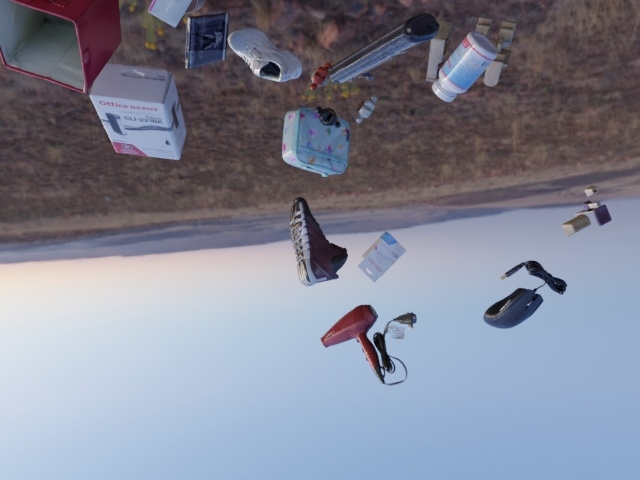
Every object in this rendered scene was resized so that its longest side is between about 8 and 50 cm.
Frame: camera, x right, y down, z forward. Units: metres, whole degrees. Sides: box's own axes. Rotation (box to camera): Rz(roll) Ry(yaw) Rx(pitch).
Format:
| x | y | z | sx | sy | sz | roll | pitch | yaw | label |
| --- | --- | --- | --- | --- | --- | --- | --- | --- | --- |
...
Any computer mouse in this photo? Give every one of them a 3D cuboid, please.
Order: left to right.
| x | y | z | sx | sy | sz | roll | pitch | yaw | label |
| --- | --- | --- | --- | --- | --- | --- | --- | --- | --- |
| 0.567 | 0.171 | 1.530 | 0.262 | 0.184 | 0.060 | -40 | -153 | 29 | computer mouse |

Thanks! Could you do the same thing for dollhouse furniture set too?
| x | y | z | sx | sy | sz | roll | pitch | yaw | label |
| --- | --- | --- | --- | --- | --- | --- | --- | --- | --- |
| 0.477 | -0.586 | 1.686 | 0.242 | 0.212 | 0.161 | 17 | 149 | 15 | dollhouse furniture set |
| 0.589 | -0.062 | 1.225 | 0.114 | 0.090 | 0.081 | -25 | -177 | -14 | dollhouse furniture set |

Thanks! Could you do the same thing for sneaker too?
| x | y | z | sx | sy | sz | roll | pitch | yaw | label |
| --- | --- | --- | --- | --- | --- | --- | --- | --- | --- |
| -0.219 | -0.668 | 1.895 | 0.305 | 0.114 | 0.152 | 31 | -136 | 12 | sneaker |
| 0.000 | 0.000 | 1.646 | 0.163 | 0.281 | 0.106 | -4 | 170 | -21 | sneaker |

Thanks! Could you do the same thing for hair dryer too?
| x | y | z | sx | sy | sz | roll | pitch | yaw | label |
| --- | --- | --- | --- | --- | --- | --- | --- | --- | --- |
| 0.129 | 0.294 | 1.554 | 0.294 | 0.223 | 0.080 | 0 | 148 | 33 | hair dryer |

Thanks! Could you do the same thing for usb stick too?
| x | y | z | sx | sy | sz | roll | pitch | yaw | label |
| --- | --- | --- | --- | --- | --- | --- | --- | --- | --- |
| 0.105 | -0.342 | 0.957 | 0.077 | 0.045 | 0.278 | -30 | -166 | -24 | usb stick |

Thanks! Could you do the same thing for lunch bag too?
| x | y | z | sx | sy | sz | roll | pitch | yaw | label |
| --- | --- | --- | --- | --- | --- | --- | --- | --- | --- |
| -0.008 | -0.361 | 1.967 | 0.279 | 0.223 | 0.108 | 9 | 173 | -40 | lunch bag |

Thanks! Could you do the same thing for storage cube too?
| x | y | z | sx | sy | sz | roll | pitch | yaw | label |
| --- | --- | --- | --- | --- | --- | --- | --- | --- | --- |
| -0.546 | -0.466 | 1.102 | 0.184 | 0.193 | 0.215 | 18 | 145 | -5 | storage cube |

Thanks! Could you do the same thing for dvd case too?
| x | y | z | sx | sy | sz | roll | pitch | yaw | label |
| --- | --- | --- | --- | --- | --- | --- | --- | --- | --- |
| -0.392 | -0.698 | 1.828 | 0.018 | 0.164 | 0.221 | 23 | -146 | 17 | dvd case |

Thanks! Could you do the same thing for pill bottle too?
| x | y | z | sx | sy | sz | roll | pitch | yaw | label |
| --- | --- | --- | --- | --- | --- | --- | --- | --- | --- |
| 0.350 | -0.423 | 1.295 | 0.087 | 0.087 | 0.160 | -6 | 149 | -39 | pill bottle |

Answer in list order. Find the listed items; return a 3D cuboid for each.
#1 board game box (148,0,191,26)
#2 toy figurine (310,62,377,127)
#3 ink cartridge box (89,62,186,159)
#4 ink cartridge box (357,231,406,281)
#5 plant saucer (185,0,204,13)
| x | y | z | sx | sy | sz | roll | pitch | yaw | label |
| --- | --- | --- | --- | --- | --- | --- | --- | --- | --- |
| -0.394 | -0.825 | 1.551 | 0.098 | 0.303 | 0.224 | 24 | 151 | -29 | board game box |
| 0.078 | -0.490 | 1.753 | 0.210 | 0.212 | 0.148 | -13 | -167 | 2 | toy figurine |
| -0.505 | -0.358 | 1.492 | 0.197 | 0.114 | 0.273 | 6 | 155 | -3 | ink cartridge box |
| 0.237 | 0.066 | 2.091 | 0.181 | 0.104 | 0.061 | -45 | -168 | 1 | ink cartridge box |
| -0.505 | -0.886 | 1.906 | 0.169 | 0.029 | 0.168 | 5 | 155 | 2 | plant saucer |
